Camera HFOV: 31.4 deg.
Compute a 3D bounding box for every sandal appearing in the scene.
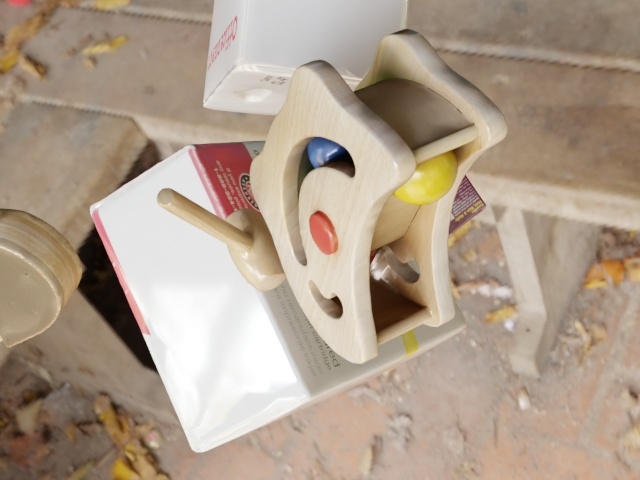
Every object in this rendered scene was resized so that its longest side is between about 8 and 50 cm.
[{"bbox_3d":[-0.197,0.017,0.596,0.240,0.088,0.079,-16,33,38],"label":"sandal"}]

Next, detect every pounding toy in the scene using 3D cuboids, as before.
[{"bbox_3d":[0.000,0.000,0.720,0.155,0.269,0.154,-24,75,-25],"label":"pounding toy"}]

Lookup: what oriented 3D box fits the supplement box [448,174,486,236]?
[{"bbox_3d":[0.090,-0.044,0.956,0.055,0.083,0.043,-35,3,-32],"label":"supplement box"}]

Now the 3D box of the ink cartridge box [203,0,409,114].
[{"bbox_3d":[-0.008,-0.263,0.914,0.131,0.226,0.306,5,88,-12],"label":"ink cartridge box"}]

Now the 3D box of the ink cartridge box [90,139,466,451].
[{"bbox_3d":[-0.029,0.038,1.269,0.160,0.385,0.279,-30,81,29],"label":"ink cartridge box"}]
